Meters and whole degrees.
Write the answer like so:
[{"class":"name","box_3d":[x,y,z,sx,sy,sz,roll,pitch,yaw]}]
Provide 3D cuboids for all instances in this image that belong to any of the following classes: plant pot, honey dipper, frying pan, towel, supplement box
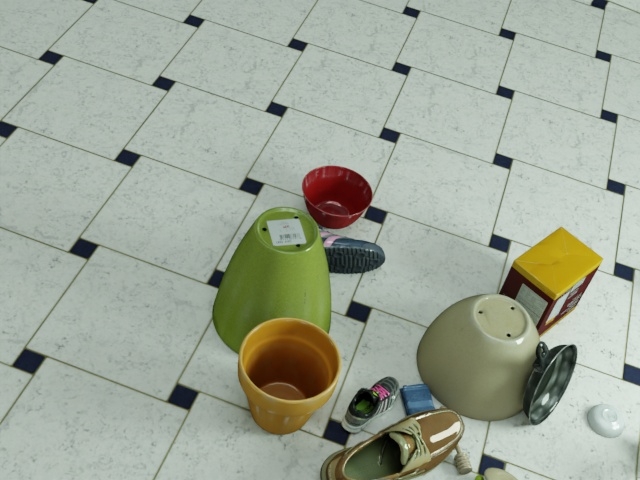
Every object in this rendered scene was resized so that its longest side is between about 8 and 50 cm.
[{"class":"plant pot","box_3d":[0.372,0.229,1.993,0.284,0.191,0.284,6,47,-6]},{"class":"plant pot","box_3d":[-0.089,0.076,1.966,0.274,0.294,0.275,6,47,-7]},{"class":"honey dipper","box_3d":[0.283,0.419,1.907,0.030,0.030,0.161,-3,47,-15]},{"class":"frying pan","box_3d":[0.461,0.299,1.894,0.053,0.197,0.326,27,7,34]},{"class":"plant pot","box_3d":[-0.072,0.295,1.838,0.205,0.188,0.205,5,47,-6]},{"class":"towel","box_3d":[0.216,0.366,1.943,0.067,0.029,0.119,-2,47,-14]},{"class":"supplement box","box_3d":[0.536,0.108,2.135,0.191,0.194,0.129,-30,60,-33]}]

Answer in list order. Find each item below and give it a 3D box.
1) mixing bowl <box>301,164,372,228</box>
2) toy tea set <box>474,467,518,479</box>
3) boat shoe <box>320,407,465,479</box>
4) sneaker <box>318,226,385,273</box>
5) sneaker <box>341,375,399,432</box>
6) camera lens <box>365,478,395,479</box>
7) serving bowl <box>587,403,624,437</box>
[{"class":"mixing bowl","box_3d":[0.036,-0.095,2.285,0.181,0.098,0.181,5,47,-6]},{"class":"toy tea set","box_3d":[0.425,0.592,1.747,0.336,0.124,0.200,29,19,19]},{"class":"boat shoe","box_3d":[0.158,0.425,1.796,0.324,0.120,0.123,-22,74,-25]},{"class":"sneaker","box_3d":[0.000,0.000,2.180,0.318,0.112,0.131,6,50,-8]},{"class":"sneaker","box_3d":[0.114,0.338,1.915,0.063,0.075,0.170,39,52,23]},{"class":"camera lens","box_3d":[0.097,0.564,1.564,0.219,0.274,0.219,6,47,-6]},{"class":"serving bowl","box_3d":[0.641,0.398,2.004,0.083,0.027,0.083,7,47,-7]}]
